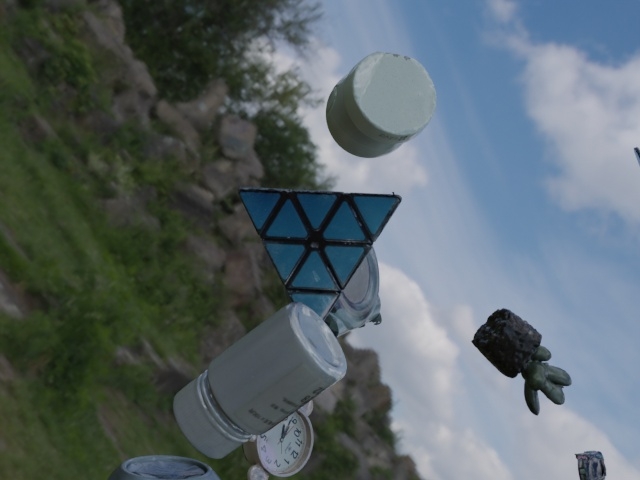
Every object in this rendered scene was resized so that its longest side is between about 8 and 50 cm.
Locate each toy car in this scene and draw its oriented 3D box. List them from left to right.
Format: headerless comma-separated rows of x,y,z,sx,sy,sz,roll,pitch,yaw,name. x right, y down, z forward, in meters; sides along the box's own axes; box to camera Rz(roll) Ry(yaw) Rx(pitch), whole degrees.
0.562,0.470,1.913,0.142,0.055,0.069,16,66,-60,toy car

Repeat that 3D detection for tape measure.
0.023,0.088,2.090,0.256,0.147,0.275,-17,97,-58,tape measure

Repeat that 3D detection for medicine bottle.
-0.095,0.215,1.412,0.144,0.252,0.144,50,14,-17,medicine bottle

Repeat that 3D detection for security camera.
0.111,-0.263,1.910,0.195,0.194,0.236,51,-23,0,security camera

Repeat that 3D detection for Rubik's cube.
0.001,-0.002,1.788,0.228,0.228,0.233,37,-38,43,Rubik's cube

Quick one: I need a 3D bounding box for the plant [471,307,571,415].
0.514,0.301,2.318,0.274,0.146,0.149,48,11,-10,plant

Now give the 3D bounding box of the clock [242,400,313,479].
-0.093,0.420,1.965,0.063,0.229,0.156,-9,-51,49,clock

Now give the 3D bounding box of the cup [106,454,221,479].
-0.248,0.504,1.433,0.205,0.205,0.312,-170,-95,-76,cup

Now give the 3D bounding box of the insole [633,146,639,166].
0.593,-0.006,1.565,0.348,0.009,0.119,61,17,-21,insole
